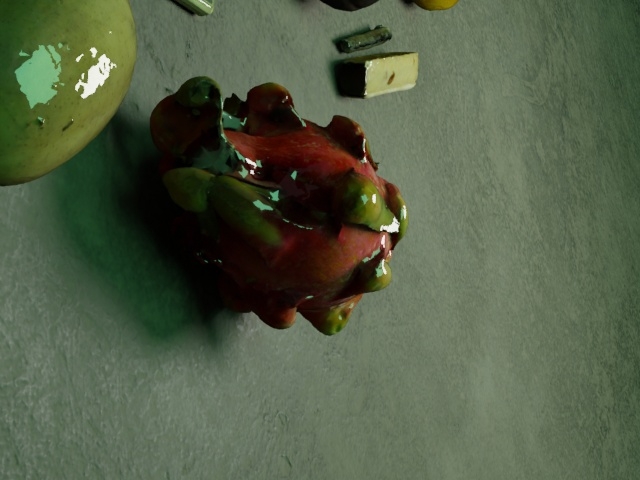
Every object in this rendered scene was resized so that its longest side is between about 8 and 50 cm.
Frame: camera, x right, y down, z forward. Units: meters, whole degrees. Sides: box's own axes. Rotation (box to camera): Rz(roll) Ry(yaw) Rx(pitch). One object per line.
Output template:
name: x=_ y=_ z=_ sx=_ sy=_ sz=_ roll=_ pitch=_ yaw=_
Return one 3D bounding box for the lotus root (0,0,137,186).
lotus root: x=-0.255 y=-0.119 z=0.946 sx=0.182 sy=0.183 sz=0.310 roll=63 pitch=33 yaw=-28

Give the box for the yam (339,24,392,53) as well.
yam: x=0.057 y=-0.278 z=1.726 sx=0.129 sy=0.033 sz=0.027 roll=-28 pitch=133 yaw=-56

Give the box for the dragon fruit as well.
dragon fruit: x=-0.050 y=-0.037 z=1.285 sx=0.307 sy=0.243 sz=0.227 roll=29 pitch=75 yaw=-11

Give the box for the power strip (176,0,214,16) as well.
power strip: x=-0.166 y=-0.303 z=1.323 sx=0.169 sy=0.028 sz=0.076 roll=24 pitch=62 yaw=-57

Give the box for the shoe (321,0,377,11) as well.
shoe: x=0.026 y=-0.491 z=1.580 sx=0.237 sy=0.171 sz=0.384 roll=-51 pitch=133 yaw=-59

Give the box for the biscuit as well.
biscuit: x=0.084 y=-0.231 z=1.731 sx=0.188 sy=0.052 sz=0.056 roll=-24 pitch=115 yaw=-60

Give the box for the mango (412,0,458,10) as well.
mango: x=0.154 y=-0.460 z=1.889 sx=0.136 sy=0.099 sz=0.227 roll=-35 pitch=104 yaw=-52
